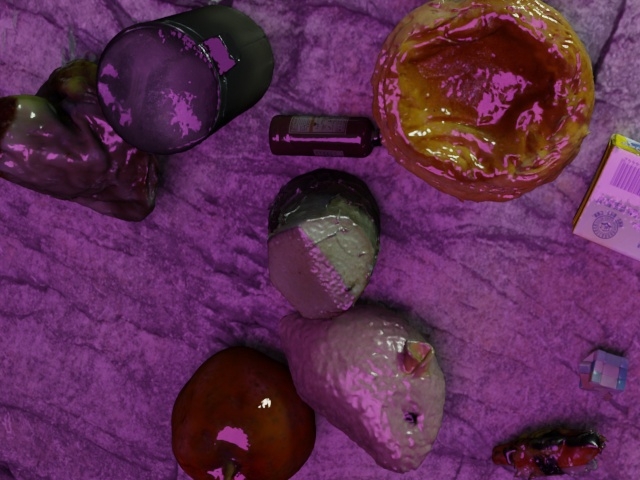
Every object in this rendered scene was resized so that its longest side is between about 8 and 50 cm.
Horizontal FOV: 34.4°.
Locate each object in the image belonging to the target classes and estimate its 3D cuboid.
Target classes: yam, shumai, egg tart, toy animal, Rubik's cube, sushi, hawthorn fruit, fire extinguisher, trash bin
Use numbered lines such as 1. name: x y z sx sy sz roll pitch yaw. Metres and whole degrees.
1. yam: 0.005 -0.001 1.733 0.201 0.271 0.202 -40 101 24
2. shumai: -0.456 -0.143 1.772 0.309 0.263 0.304 5 112 53
3. egg tart: 0.255 -0.231 1.632 0.352 0.150 0.351 3 110 10
4. toy animal: 0.080 0.230 1.840 0.358 0.188 0.226 38 92 12
5. Rubik's cube: 0.482 0.228 1.782 0.084 0.075 0.073 31 161 3
6. sushi: 0.414 0.381 1.848 0.226 0.097 0.103 -12 101 36
7. hawthorn fruit: -0.151 0.351 1.897 0.277 0.298 0.277 4 117 9
8. fire extinguisher: 0.025 -0.173 1.751 0.231 0.099 0.071 4 104 17
9. trash bin: -0.206 -0.271 1.675 0.252 0.301 0.203 -29 99 21

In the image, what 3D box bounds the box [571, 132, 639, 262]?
1. box: 0.552 -0.042 1.639 0.265 0.097 0.168 22 115 8
